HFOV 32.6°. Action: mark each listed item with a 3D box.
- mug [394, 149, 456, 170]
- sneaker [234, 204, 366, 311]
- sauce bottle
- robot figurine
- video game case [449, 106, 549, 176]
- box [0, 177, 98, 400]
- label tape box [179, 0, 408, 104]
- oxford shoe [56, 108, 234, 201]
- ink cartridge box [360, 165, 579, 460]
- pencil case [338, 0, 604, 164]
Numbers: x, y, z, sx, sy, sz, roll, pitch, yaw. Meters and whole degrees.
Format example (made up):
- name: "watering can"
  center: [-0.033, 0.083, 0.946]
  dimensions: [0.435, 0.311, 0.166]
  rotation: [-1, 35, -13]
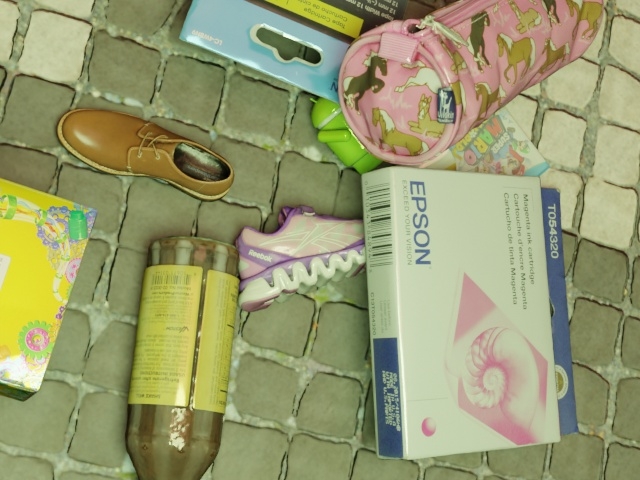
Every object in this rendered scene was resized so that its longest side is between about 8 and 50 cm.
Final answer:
- name: "mug"
  center: [0.131, -0.088, 1.367]
  dimensions: [0.064, 0.062, 0.078]
  rotation: [-35, 85, -13]
- name: "sneaker"
  center: [0.000, 0.000, 1.294]
  dimensions: [0.236, 0.095, 0.105]
  rotation: [-18, 78, -19]
- name: "sauce bottle"
  center: [-0.158, 0.171, 1.197]
  dimensions: [0.111, 0.111, 0.344]
  rotation: [11, 76, -16]
- name: "robot figurine"
  center: [0.035, -0.137, 1.340]
  dimensions: [0.115, 0.067, 0.101]
  rotation: [51, 42, -3]
- name: "video game case"
  center: [0.208, -0.127, 1.422]
  dimensions: [0.119, 0.015, 0.166]
  rotation: [-39, 93, -21]
- name: "box"
  center: [-0.393, 0.031, 1.059]
  dimensions: [0.290, 0.279, 0.177]
  rotation: [19, 75, -14]
- name: "label tape box"
  center: [-0.013, -0.342, 1.343]
  dimensions: [0.249, 0.115, 0.348]
  rotation: [20, 79, -13]
- name: "oxford shoe"
  center: [-0.197, -0.108, 1.258]
  dimensions: [0.212, 0.076, 0.076]
  rotation: [17, 77, -12]
- name: "ink cartridge box"
  center: [0.202, 0.082, 1.295]
  dimensions: [0.330, 0.071, 0.324]
  rotation: [0, 83, -34]
- name: "pencil case"
  center: [0.189, -0.228, 1.303]
  dimensions: [0.386, 0.167, 0.160]
  rotation: [-34, 100, -42]
